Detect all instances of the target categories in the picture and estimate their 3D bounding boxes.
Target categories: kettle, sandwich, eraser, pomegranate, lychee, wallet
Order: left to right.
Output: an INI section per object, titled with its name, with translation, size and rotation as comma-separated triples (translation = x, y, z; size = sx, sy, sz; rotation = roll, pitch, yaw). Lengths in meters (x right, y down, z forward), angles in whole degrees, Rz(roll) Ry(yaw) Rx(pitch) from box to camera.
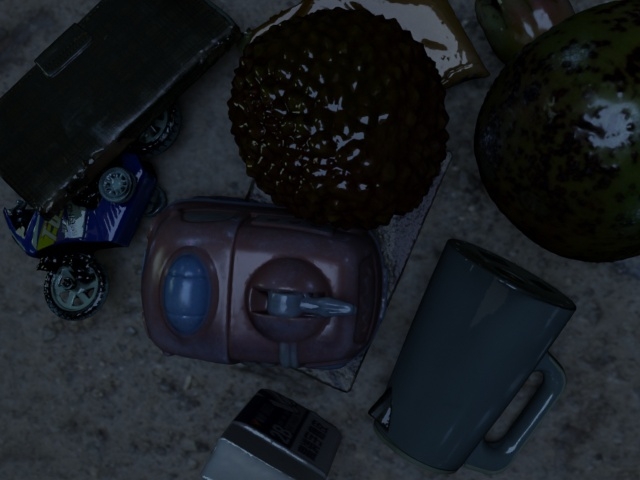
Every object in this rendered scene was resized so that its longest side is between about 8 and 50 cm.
[wallet]
translation = -0.254, -0.182, 1.041
size = 0.169, 0.044, 0.317
rotation = 41, 81, 20
[eraser]
translation = -0.050, 0.244, 1.021
size = 0.125, 0.210, 0.068
rotation = 31, 98, 4
[lychee]
translation = 0.020, -0.120, 0.917
size = 0.236, 0.271, 0.235
rotation = -2, 119, -4
[sandwich]
translation = 0.051, -0.208, 1.056
size = 0.245, 0.063, 0.212
rotation = -29, 89, 8
[kettle]
translation = 0.187, 0.148, 1.036
size = 0.211, 0.160, 0.243
rotation = 20, 104, -23
[pomegranate]
translation = 0.272, -0.150, 0.949
size = 0.285, 0.285, 0.340
rotation = -33, 65, 8

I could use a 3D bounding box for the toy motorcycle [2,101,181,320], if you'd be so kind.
[toy motorcycle]
translation = -0.285, -0.066, 1.086
size = 0.169, 0.113, 0.315
rotation = 22, 86, 15

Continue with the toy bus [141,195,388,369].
[toy bus]
translation = -0.073, 0.052, 0.996
size = 0.294, 0.232, 0.197
rotation = 6, 94, 6

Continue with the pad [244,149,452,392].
[pad]
translation = 0.000, 0.000, 1.104
size = 0.220, 0.004, 0.330
rotation = 23, 96, 5
